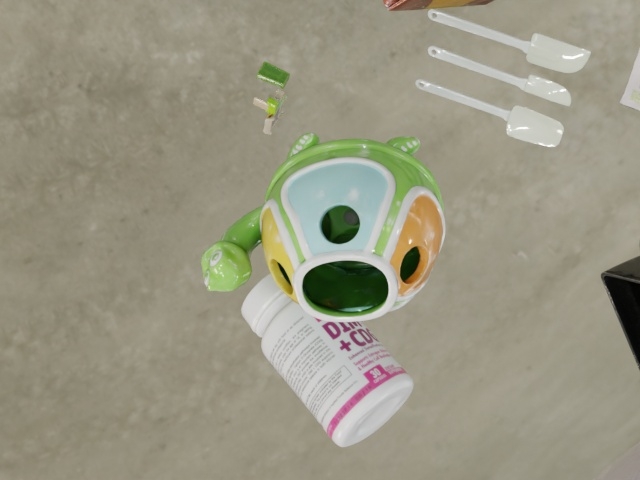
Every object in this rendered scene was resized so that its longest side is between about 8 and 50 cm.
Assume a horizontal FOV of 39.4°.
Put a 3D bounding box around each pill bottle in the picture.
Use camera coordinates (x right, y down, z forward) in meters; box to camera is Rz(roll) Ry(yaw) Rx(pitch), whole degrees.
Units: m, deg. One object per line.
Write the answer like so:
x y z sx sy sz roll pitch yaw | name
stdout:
0.005 0.181 1.466 0.160 0.283 0.160 -34 155 -18 | pill bottle

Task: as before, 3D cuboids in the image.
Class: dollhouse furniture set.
-0.105 -0.287 1.805 0.151 0.059 0.076 109 7 -60 | dollhouse furniture set

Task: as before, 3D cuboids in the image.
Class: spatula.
0.258 -0.243 1.327 0.019 0.242 0.168 -53 159 -44 | spatula

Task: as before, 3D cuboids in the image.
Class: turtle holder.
0.010 -0.013 1.235 0.320 0.227 0.243 15 129 -5 | turtle holder

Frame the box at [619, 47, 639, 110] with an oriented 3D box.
0.517 -0.184 0.990 0.058 0.322 0.232 -53 159 -25 | box

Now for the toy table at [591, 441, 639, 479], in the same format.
0.357 0.307 0.916 0.252 0.161 0.274 -42 165 -4 | toy table

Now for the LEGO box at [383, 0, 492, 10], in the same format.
0.234 -0.502 0.889 0.193 0.372 0.500 -15 178 -39 | LEGO box

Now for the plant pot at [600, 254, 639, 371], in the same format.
0.493 0.088 1.097 0.167 0.187 0.188 -33 107 -15 | plant pot
